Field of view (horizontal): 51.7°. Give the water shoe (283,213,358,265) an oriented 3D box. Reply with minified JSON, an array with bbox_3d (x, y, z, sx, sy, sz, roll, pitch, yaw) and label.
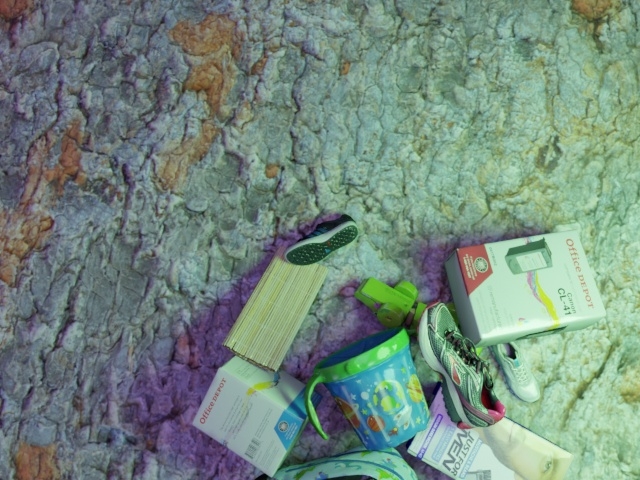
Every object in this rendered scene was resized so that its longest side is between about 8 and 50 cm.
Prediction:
[{"bbox_3d":[0.000,0.000,1.706,0.203,0.080,0.073,-22,123,1],"label":"water shoe"}]

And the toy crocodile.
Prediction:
[{"bbox_3d":[0.242,0.196,1.631,0.340,0.105,0.115,26,45,9],"label":"toy crocodile"}]

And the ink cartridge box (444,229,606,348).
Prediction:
[{"bbox_3d":[0.473,0.114,1.557,0.306,0.131,0.226,-10,71,-6],"label":"ink cartridge box"}]

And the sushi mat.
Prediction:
[{"bbox_3d":[-0.108,0.165,1.650,0.151,0.019,0.317,24,60,8],"label":"sushi mat"}]

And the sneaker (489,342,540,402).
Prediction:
[{"bbox_3d":[0.469,0.306,1.595,0.071,0.083,0.191,-31,80,-1],"label":"sneaker"}]

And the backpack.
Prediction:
[{"bbox_3d":[0.056,0.611,1.506,0.355,0.273,0.290,-31,83,36],"label":"backpack"}]

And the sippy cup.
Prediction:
[{"bbox_3d":[0.134,0.345,1.512,0.305,0.240,0.224,-26,88,20],"label":"sippy cup"}]

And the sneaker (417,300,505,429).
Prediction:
[{"bbox_3d":[0.316,0.270,1.472,0.112,0.120,0.299,-24,91,46],"label":"sneaker"}]

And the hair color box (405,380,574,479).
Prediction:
[{"bbox_3d":[0.393,0.496,1.561,0.338,0.110,0.185,27,84,8],"label":"hair color box"}]

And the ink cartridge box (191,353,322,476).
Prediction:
[{"bbox_3d":[-0.149,0.403,1.584,0.232,0.168,0.171,31,105,10],"label":"ink cartridge box"}]
